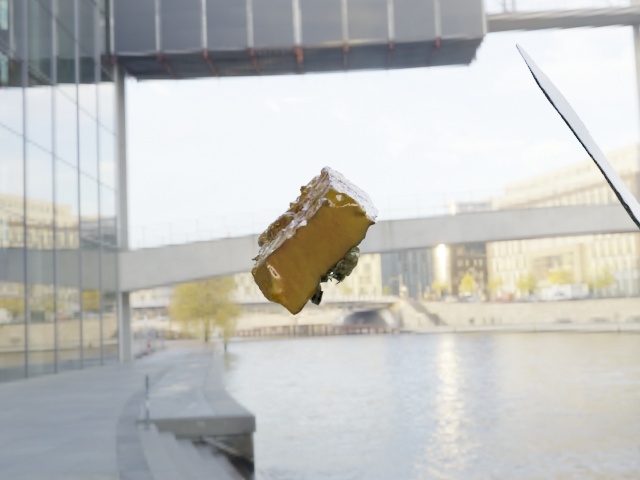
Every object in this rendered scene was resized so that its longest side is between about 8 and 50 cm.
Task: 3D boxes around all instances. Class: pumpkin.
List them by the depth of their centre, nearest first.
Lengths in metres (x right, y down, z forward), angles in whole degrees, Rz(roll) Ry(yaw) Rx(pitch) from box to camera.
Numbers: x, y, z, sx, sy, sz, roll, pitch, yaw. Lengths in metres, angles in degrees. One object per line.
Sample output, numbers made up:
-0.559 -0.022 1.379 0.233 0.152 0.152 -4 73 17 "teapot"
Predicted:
0.000 0.000 0.504 0.074 0.054 0.083 -46 10 11 "pumpkin"

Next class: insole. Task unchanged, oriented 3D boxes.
0.292 -0.098 0.929 0.009 0.348 0.119 -39 -37 23 "insole"
